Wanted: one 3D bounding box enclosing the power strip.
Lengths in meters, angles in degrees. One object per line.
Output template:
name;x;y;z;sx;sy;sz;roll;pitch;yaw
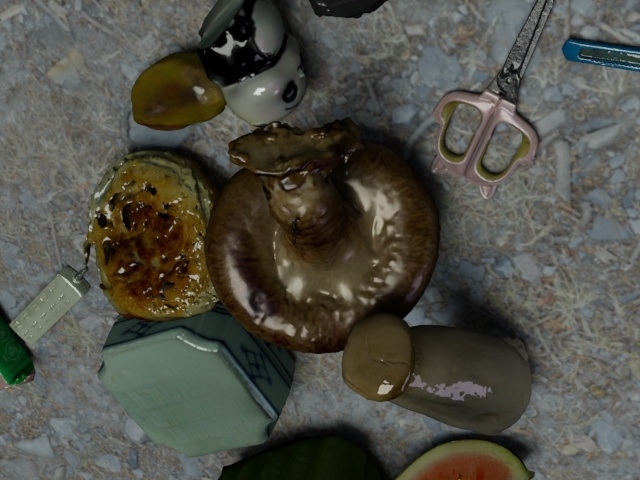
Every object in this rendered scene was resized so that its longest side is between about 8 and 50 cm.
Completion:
power strip;-0.497;0.119;2.071;0.060;0.027;0.252;45;127;-8

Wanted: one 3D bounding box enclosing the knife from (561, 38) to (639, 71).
knife;0.456;-0.220;1.440;0.296;0.026;0.044;11;136;16

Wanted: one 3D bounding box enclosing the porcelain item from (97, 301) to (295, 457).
porcelain item;-0.208;0.218;1.913;0.285;0.157;0.281;-19;122;31

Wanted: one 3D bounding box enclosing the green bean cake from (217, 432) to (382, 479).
green bean cake;-0.009;0.517;2.008;0.319;0.218;0.335;-15;120;22

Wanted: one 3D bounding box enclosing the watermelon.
watermelon;0.215;0.452;1.889;0.303;0.159;0.128;-42;140;2

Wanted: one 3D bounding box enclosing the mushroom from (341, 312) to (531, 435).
mushroom;0.190;0.198;1.651;0.154;0.138;0.407;-32;149;25

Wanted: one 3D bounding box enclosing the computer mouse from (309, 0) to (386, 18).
computer mouse;0.015;-0.394;1.493;0.122;0.073;0.217;-6;124;29

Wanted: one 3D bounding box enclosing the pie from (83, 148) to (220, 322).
pie;-0.262;-0.009;1.787;0.308;0.085;0.308;1;93;30

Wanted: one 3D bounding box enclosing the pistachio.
pistachio;-0.208;-0.226;1.687;0.189;0.100;0.110;-11;91;44

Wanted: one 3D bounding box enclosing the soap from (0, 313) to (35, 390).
soap;-0.679;0.166;2.138;0.217;0.098;0.273;-16;114;28

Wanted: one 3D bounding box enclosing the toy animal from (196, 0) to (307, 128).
toy animal;-0.088;-0.258;1.588;0.138;0.166;0.179;-15;125;35

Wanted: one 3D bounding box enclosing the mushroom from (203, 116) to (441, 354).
mushroom;0.018;-0.004;1.590;0.356;0.331;0.334;176;82;-70

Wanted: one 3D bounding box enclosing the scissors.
scissors;0.250;-0.198;1.545;0.160;0.024;0.318;28;128;8
